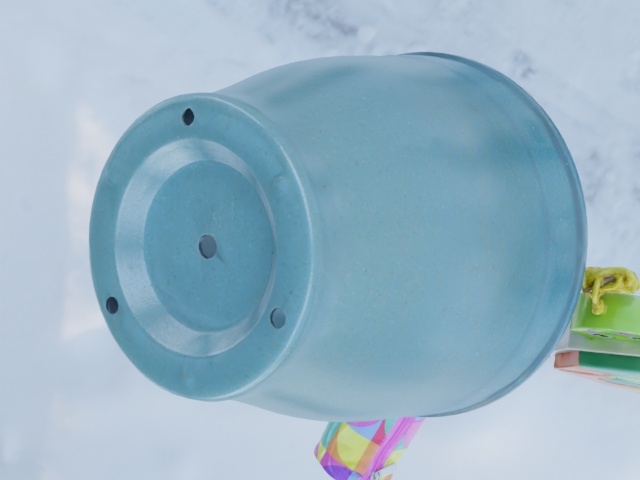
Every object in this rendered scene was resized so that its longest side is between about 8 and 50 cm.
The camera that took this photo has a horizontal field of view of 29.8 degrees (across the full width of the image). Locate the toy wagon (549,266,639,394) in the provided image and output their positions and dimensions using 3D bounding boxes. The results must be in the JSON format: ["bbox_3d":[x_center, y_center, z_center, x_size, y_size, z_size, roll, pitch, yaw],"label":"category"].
[{"bbox_3d":[0.291,0.087,0.970,0.267,0.344,0.068,2,78,42],"label":"toy wagon"}]

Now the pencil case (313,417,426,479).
[{"bbox_3d":[0.084,0.176,1.352,0.104,0.104,0.236,29,100,11],"label":"pencil case"}]

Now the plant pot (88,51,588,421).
[{"bbox_3d":[0.000,0.000,0.796,0.271,0.255,0.272,2,93,36],"label":"plant pot"}]
